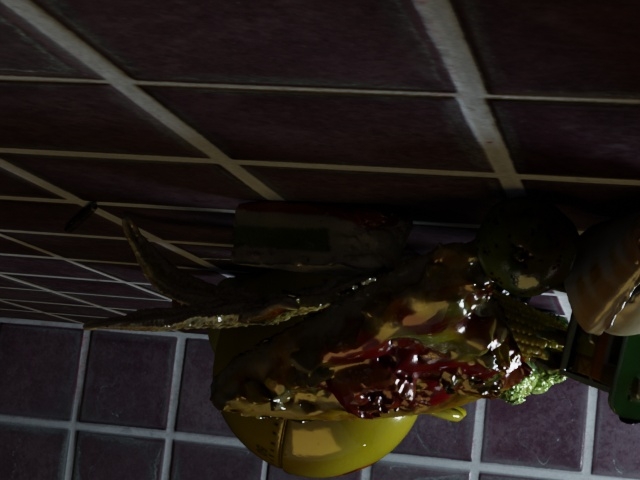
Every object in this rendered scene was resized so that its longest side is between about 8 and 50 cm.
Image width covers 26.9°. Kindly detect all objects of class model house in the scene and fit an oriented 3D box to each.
[{"bbox_3d":[0.462,0.104,1.809,0.358,0.242,0.313,9,-173,-27],"label":"model house"}]

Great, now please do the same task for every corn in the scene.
[{"bbox_3d":[0.240,0.112,1.957,0.260,0.091,0.091,19,-146,-3],"label":"corn"}]

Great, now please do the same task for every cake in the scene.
[{"bbox_3d":[0.006,-0.004,1.646,0.220,0.086,0.117,10,166,-9],"label":"cake"}]

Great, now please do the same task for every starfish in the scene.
[{"bbox_3d":[-0.100,0.058,1.815,0.398,0.132,0.384,9,-172,15],"label":"starfish"}]

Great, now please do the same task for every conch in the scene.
[{"bbox_3d":[0.345,0.011,1.480,0.158,0.127,0.255,-16,151,-21],"label":"conch"}]

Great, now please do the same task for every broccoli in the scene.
[{"bbox_3d":[0.370,0.216,2.490,0.254,0.186,0.302,13,180,19],"label":"broccoli"}]

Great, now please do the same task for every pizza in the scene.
[{"bbox_3d":[0.101,0.132,1.655,0.440,0.130,0.406,-4,152,-17],"label":"pizza"}]

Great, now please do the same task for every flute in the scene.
[{"bbox_3d":[-0.348,-0.032,1.938,0.014,0.014,0.269,9,171,-17],"label":"flute"}]

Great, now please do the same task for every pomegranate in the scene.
[{"bbox_3d":[0.233,0.001,1.491,0.114,0.114,0.142,4,-165,14],"label":"pomegranate"}]

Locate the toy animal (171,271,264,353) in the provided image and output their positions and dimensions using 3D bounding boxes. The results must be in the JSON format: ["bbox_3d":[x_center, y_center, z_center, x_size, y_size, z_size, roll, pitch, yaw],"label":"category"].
[{"bbox_3d":[-0.089,0.152,2.362,0.338,0.191,0.216,-1,171,36],"label":"toy animal"}]

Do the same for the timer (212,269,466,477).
[{"bbox_3d":[0.041,0.203,2.056,0.387,0.376,0.376,15,173,10],"label":"timer"}]

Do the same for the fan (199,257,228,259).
[{"bbox_3d":[-0.054,0.038,2.182,0.310,0.010,0.182,1,170,17],"label":"fan"}]

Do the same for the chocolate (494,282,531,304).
[{"bbox_3d":[0.263,0.109,2.052,0.156,0.133,0.156,4,172,1],"label":"chocolate"}]
